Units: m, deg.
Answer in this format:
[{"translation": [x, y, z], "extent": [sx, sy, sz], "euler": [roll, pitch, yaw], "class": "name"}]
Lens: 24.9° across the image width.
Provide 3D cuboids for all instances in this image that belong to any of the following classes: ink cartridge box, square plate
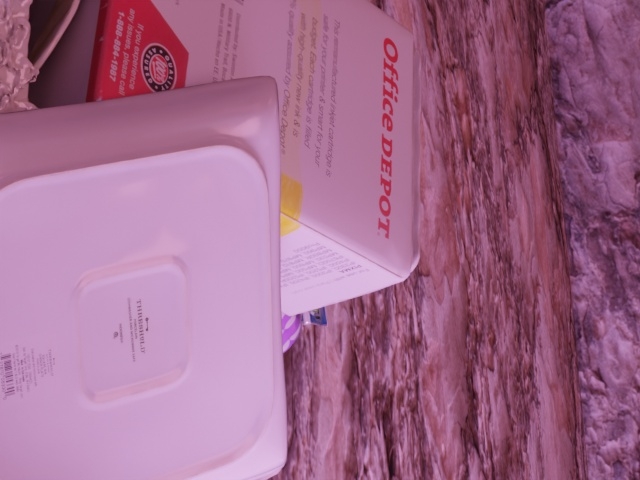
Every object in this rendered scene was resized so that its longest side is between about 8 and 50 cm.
[{"translation": [-0.089, -0.130, 1.299], "extent": [0.385, 0.160, 0.279], "euler": [29, 54, -41], "class": "ink cartridge box"}, {"translation": [-0.152, 0.067, 1.090], "extent": [0.344, 0.049, 0.347], "euler": [-14, 109, -39], "class": "square plate"}]

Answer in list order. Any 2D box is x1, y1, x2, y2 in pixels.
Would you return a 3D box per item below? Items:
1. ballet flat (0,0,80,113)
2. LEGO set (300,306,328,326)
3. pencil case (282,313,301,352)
[{"translation": [-0.240, -0.249, 1.125], "extent": [0.147, 0.147, 0.408], "euler": [44, 50, -55], "class": "ballet flat"}, {"translation": [0.000, 0.000, 1.559], "extent": [0.244, 0.060, 0.182], "euler": [175, -94, -77], "class": "LEGO set"}, {"translation": [-0.093, 0.040, 1.460], "extent": [0.088, 0.086, 0.206], "euler": [-49, 134, -16], "class": "pencil case"}]
